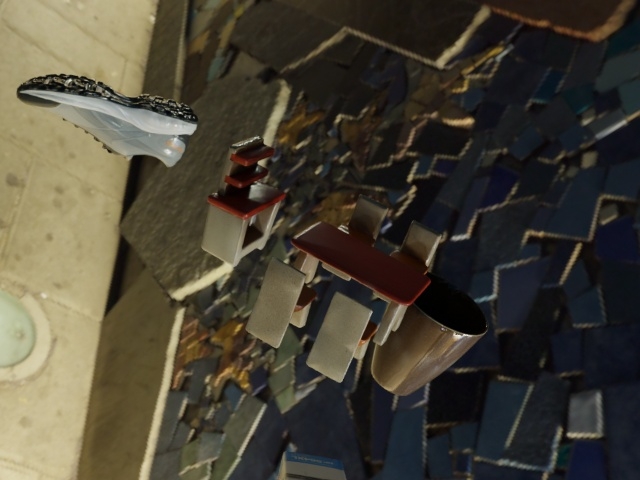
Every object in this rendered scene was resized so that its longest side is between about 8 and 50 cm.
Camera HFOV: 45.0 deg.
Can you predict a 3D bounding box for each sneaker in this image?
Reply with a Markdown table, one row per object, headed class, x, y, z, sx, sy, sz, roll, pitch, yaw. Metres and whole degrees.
| class | x | y | z | sx | sy | sz | roll | pitch | yaw |
| --- | --- | --- | --- | --- | --- | --- | --- | --- | --- |
| sneaker | -0.333 | -0.184 | 1.197 | 0.272 | 0.108 | 0.100 | 16 | 24 | -13 |

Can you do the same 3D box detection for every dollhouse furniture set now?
| class | x | y | z | sx | sy | sz | roll | pitch | yaw |
| --- | --- | --- | --- | --- | --- | --- | --- | --- | --- |
| dollhouse furniture set | 0.000 | 0.000 | 0.882 | 0.259 | 0.135 | 0.262 | 28 | 27 | 14 |

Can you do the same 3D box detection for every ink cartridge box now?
| class | x | y | z | sx | sy | sz | roll | pitch | yaw |
| --- | --- | --- | --- | --- | --- | --- | --- | --- | --- |
| ink cartridge box | -0.019 | 0.360 | 0.937 | 0.086 | 0.148 | 0.203 | 12 | 0 | -2 |

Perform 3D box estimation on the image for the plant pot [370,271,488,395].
| class | x | y | z | sx | sy | sz | roll | pitch | yaw |
| --- | --- | --- | --- | --- | --- | --- | --- | --- | --- |
| plant pot | 0.210 | 0.217 | 1.676 | 0.215 | 0.230 | 0.215 | 24 | 26 | -12 |
